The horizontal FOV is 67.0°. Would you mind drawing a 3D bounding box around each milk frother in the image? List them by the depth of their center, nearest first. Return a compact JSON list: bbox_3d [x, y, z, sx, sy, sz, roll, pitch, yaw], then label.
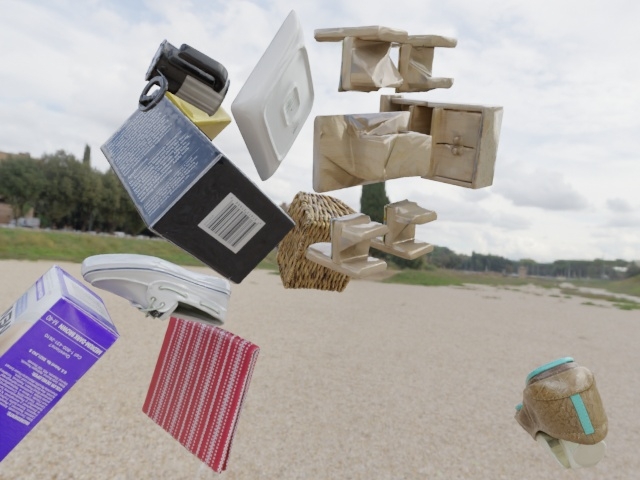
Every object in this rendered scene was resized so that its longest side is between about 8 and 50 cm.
[{"bbox_3d":[-0.248,-0.270,0.880,0.134,0.143,0.129,25,-5,-30],"label":"milk frother"}]

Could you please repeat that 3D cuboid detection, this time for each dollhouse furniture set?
[{"bbox_3d":[0.114,-0.177,0.890,0.394,0.362,0.256,-15,25,-41],"label":"dollhouse furniture set"}]

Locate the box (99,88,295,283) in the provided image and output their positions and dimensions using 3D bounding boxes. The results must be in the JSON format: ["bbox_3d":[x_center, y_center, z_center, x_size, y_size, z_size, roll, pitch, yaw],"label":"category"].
[{"bbox_3d":[-0.298,-0.132,1.158,0.395,0.212,0.293,45,0,41],"label":"box"}]

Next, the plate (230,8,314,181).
[{"bbox_3d":[-0.081,-0.302,1.068,0.045,0.277,0.278,20,-21,15],"label":"plate"}]

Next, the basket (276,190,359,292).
[{"bbox_3d":[0.000,0.000,1.586,0.223,0.299,0.213,5,35,-22],"label":"basket"}]

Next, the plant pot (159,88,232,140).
[{"bbox_3d":[-0.449,-0.387,1.530,0.212,0.212,0.187,-38,8,20],"label":"plant pot"}]

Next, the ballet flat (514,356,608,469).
[{"bbox_3d":[0.358,0.267,0.708,0.116,0.124,0.342,-23,-31,7],"label":"ballet flat"}]

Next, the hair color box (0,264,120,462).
[{"bbox_3d":[-0.458,0.207,0.682,0.110,0.339,0.185,48,-15,-30],"label":"hair color box"}]

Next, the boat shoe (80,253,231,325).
[{"bbox_3d":[-0.228,0.078,0.704,0.226,0.076,0.083,15,-33,-35],"label":"boat shoe"}]

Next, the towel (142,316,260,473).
[{"bbox_3d":[-0.209,0.238,0.818,0.031,0.199,0.275,21,-9,-42],"label":"towel"}]
